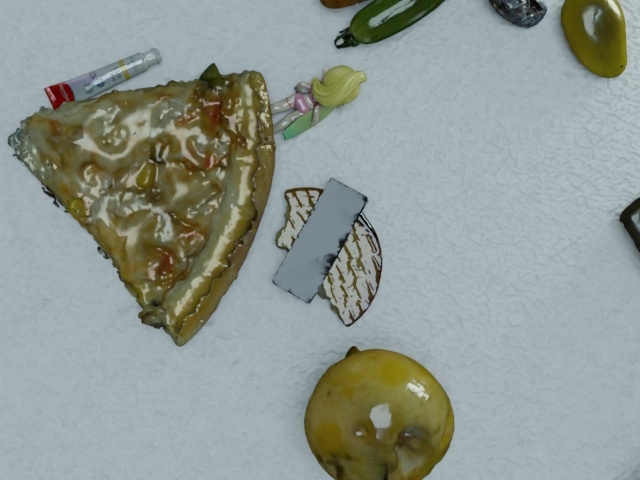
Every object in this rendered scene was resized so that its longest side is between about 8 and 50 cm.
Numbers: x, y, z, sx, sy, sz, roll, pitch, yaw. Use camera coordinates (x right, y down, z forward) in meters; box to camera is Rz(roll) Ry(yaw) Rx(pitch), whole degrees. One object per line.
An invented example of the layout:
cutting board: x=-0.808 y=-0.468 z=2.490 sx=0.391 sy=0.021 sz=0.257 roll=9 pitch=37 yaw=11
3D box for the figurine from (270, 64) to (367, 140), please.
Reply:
figurine: x=-0.011 y=-0.225 z=1.832 sx=0.187 sy=0.083 sz=0.083 roll=-24 pitch=92 yaw=4

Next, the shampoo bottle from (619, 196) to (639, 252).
shampoo bottle: x=0.633 y=0.073 z=1.890 sx=0.125 sy=0.084 sz=0.350 roll=-43 pitch=94 yaw=-7

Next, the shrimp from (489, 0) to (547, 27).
shrimp: x=0.305 y=-0.403 z=1.859 sx=0.165 sy=0.056 sz=0.065 roll=36 pitch=90 yaw=-31

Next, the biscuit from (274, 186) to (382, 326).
biscuit: x=0.014 y=0.027 z=1.850 sx=0.176 sy=0.031 sz=0.229 roll=-1 pitch=90 yaw=-6

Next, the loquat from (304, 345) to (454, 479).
loquat: x=0.086 y=0.273 z=1.757 sx=0.244 sy=0.244 sz=0.244 roll=0 pitch=90 yaw=-6

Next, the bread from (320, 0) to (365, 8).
bread: x=0.042 y=-0.443 z=1.836 sx=0.129 sy=0.044 sz=0.126 roll=-30 pitch=69 yaw=1

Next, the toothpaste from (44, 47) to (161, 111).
toothpaste: x=-0.344 y=-0.259 z=1.815 sx=0.190 sy=0.031 sz=0.048 roll=-24 pitch=101 yaw=-3

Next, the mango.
mango: x=0.459 y=-0.343 z=1.881 sx=0.103 sy=0.076 sz=0.161 roll=-28 pitch=101 yaw=-12

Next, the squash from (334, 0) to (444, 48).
squash: x=0.159 y=-0.406 z=1.847 sx=0.318 sy=0.071 sz=0.080 roll=-41 pitch=85 yaw=-6

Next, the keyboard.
keyboard: x=0.000 y=0.000 z=1.826 sx=0.074 sy=0.015 sz=0.196 roll=29 pitch=86 yaw=-2

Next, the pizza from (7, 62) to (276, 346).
pizza: x=-0.220 y=-0.109 z=1.797 sx=0.392 sy=0.080 sz=0.435 roll=-38 pitch=96 yaw=-3
